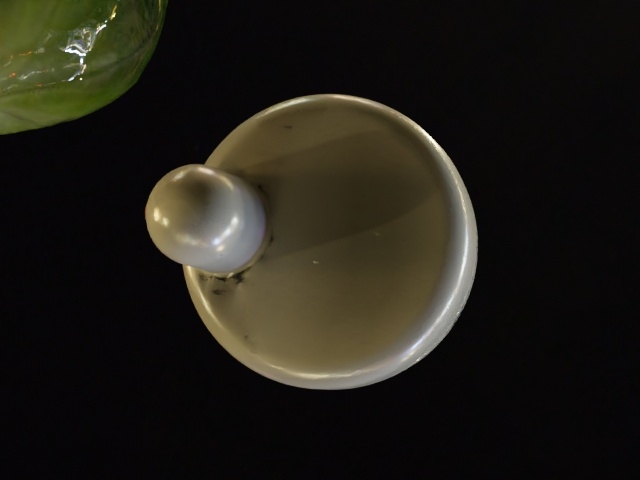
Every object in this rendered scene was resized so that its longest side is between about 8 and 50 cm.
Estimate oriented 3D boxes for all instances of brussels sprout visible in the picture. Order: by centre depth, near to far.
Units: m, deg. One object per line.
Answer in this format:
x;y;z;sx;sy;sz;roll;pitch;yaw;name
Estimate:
-0.314;-0.258;1.264;0.281;0.289;0.355;35;-121;21;brussels sprout

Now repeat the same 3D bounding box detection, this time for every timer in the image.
0.000;0.000;0.946;0.234;0.240;0.233;-1;-96;14;timer
